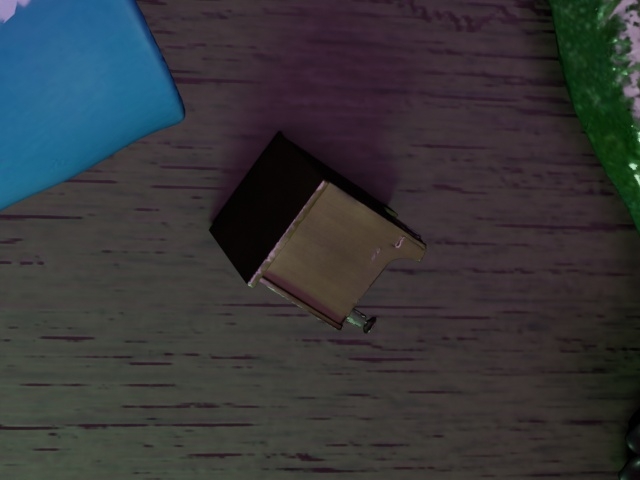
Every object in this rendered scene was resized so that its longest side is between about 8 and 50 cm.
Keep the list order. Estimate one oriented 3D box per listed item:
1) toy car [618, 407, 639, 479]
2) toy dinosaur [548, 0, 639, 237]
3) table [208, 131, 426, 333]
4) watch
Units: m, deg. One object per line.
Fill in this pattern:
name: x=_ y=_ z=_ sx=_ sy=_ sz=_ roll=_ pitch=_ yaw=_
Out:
toy car: x=0.302 y=0.168 z=1.050 sx=0.198 sy=0.204 sz=0.248 roll=-22 pitch=155 yaw=-5
toy dinosaur: x=0.122 y=-0.115 z=0.983 sx=0.301 sy=0.087 sz=0.447 roll=1 pitch=103 yaw=-15
table: x=0.000 y=0.000 z=0.999 sx=0.082 sy=0.083 sz=0.070 roll=32 pitch=98 yaw=-26
watch: x=-0.166 y=-0.142 z=0.788 sx=0.241 sy=0.305 sz=0.274 roll=-27 pitch=106 yaw=-2
